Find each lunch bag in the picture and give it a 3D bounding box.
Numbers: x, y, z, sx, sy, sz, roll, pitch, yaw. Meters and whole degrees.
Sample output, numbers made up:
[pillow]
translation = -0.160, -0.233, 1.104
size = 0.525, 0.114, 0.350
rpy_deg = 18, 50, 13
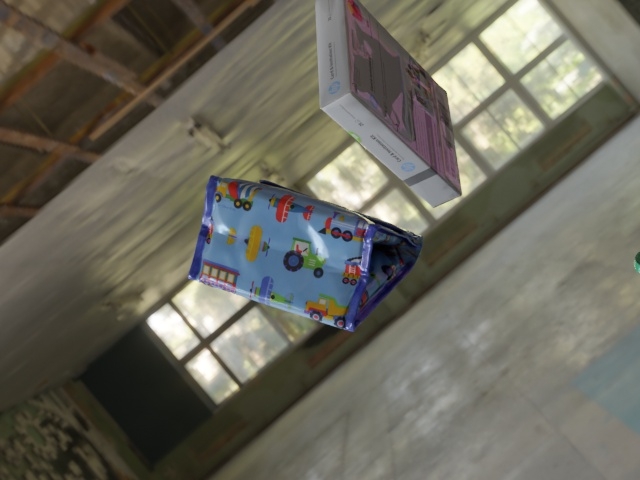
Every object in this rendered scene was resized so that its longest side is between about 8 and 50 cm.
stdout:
[lunch bag]
translation = 0.000, 0.000, 1.241
size = 0.293, 0.221, 0.138
rpy_deg = -18, -57, -69

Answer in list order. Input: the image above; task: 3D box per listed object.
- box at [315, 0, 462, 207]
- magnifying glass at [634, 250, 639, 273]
[box]
translation = 0.067, -0.136, 0.911
size = 0.038, 0.186, 0.145
rpy_deg = -25, 49, 28
[magnifying glass]
translation = 0.728, 0.020, 1.895
size = 0.231, 0.026, 0.092
rpy_deg = -19, 30, -22
